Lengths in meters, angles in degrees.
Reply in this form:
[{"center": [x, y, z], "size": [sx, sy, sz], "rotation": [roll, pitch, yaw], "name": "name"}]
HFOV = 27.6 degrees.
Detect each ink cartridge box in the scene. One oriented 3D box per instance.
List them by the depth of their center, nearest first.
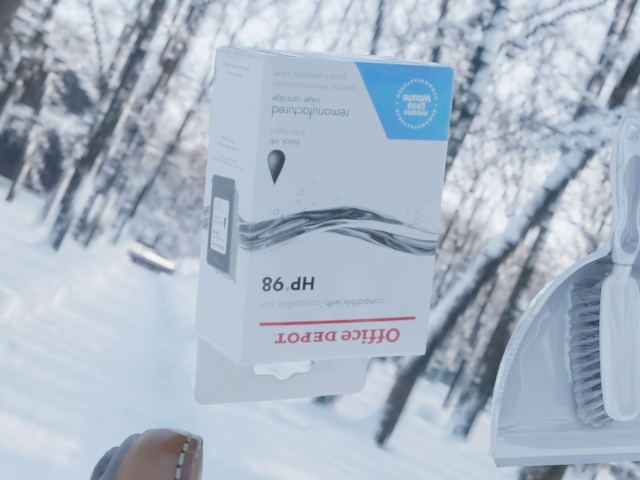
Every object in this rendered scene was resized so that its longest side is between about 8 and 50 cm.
[{"center": [0.000, 0.000, 0.633], "size": [0.104, 0.180, 0.060], "rotation": [-1, 12, -27], "name": "ink cartridge box"}]

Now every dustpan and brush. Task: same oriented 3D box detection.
[{"center": [0.175, 0.032, 0.772], "size": [0.147, 0.211, 0.060], "rotation": [-1, 1, -10], "name": "dustpan and brush"}]

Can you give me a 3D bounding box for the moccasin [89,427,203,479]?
[{"center": [-0.046, 0.272, 0.583], "size": [0.147, 0.380, 0.139], "rotation": [-7, -24, -2], "name": "moccasin"}]
